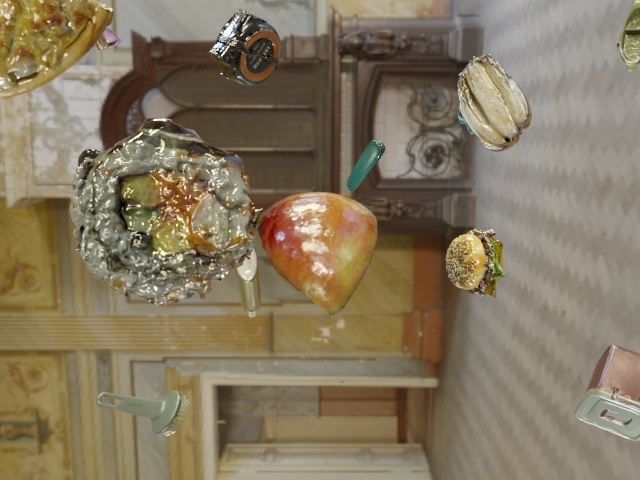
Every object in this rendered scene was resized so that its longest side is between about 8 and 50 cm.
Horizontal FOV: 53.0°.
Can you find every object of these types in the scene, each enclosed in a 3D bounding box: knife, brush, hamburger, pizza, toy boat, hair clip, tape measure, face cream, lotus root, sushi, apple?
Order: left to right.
[{"bbox_3d":[-0.573,-0.411,1.235,0.223,0.324,0.089,57,176,-34],"label":"pizza"},{"bbox_3d":[-0.626,-0.570,1.725,0.095,0.110,0.359,50,175,-9],"label":"hair clip"},{"bbox_3d":[-0.267,0.242,0.937,0.266,0.027,0.062,-9,50,50],"label":"brush"},{"bbox_3d":[-0.329,-0.053,1.370,0.176,0.418,0.417,133,139,-65],"label":"sushi"},{"bbox_3d":[-0.222,-0.576,1.942,0.202,0.135,0.223,-57,-32,-2],"label":"tape measure"},{"bbox_3d":[-0.223,0.133,2.010,0.285,0.068,0.139,95,168,-59],"label":"face cream"},{"bbox_3d":[0.000,0.000,1.396,0.346,0.254,0.179,-91,-8,-59],"label":"apple"},{"bbox_3d":[0.110,-0.179,1.556,0.043,0.032,0.193,61,151,17],"label":"brush"},{"bbox_3d":[0.430,-0.355,1.883,0.222,0.032,0.064,-87,-2,-72],"label":"knife"},{"bbox_3d":[0.368,0.052,1.544,0.190,0.093,0.163,-173,84,-69],"label":"hamburger"},{"bbox_3d":[0.449,-0.353,1.656,0.167,0.078,0.329,-44,40,32],"label":"lotus root"},{"bbox_3d":[0.778,-0.494,1.585,0.071,0.089,0.184,23,-106,-58],"label":"toy boat"}]

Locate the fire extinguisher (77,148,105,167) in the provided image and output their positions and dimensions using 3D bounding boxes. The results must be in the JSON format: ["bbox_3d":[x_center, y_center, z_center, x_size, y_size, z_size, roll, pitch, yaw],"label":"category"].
[{"bbox_3d":[-0.554,-0.199,1.710,0.089,0.072,0.268,63,-174,3],"label":"fire extinguisher"}]

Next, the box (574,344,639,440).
[{"bbox_3d":[0.836,0.421,1.781,0.167,0.194,0.294,-64,-21,-22],"label":"box"}]
